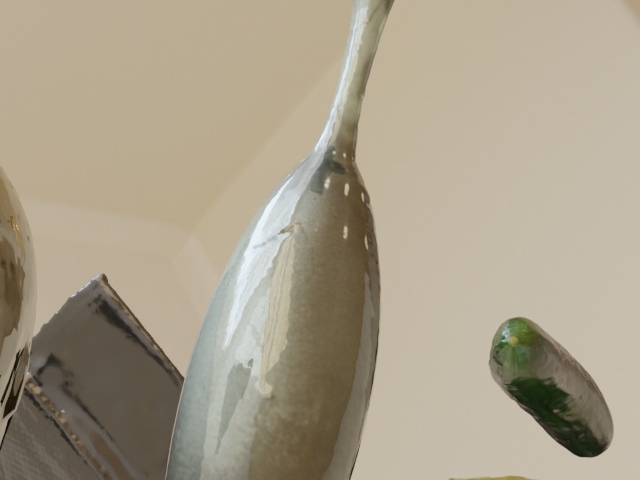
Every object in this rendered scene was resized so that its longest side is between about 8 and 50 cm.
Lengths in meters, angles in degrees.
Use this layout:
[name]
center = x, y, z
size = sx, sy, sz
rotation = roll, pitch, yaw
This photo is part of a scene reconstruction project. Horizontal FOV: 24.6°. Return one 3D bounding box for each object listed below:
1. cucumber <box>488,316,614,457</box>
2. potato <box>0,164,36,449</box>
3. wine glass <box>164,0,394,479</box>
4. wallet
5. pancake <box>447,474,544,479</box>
[cucumber]
center = 0.103, 0.065, 0.644
size = 0.184, 0.033, 0.036
rotation = 41, -131, -60
[potato]
center = -0.228, 0.046, 0.532
size = 0.219, 0.270, 0.359
rotation = 17, -177, -3
[wine glass]
center = 0.000, 0.000, 0.452
size = 0.066, 0.066, 0.198
rotation = 21, -103, -35
[wallet]
center = -0.285, 0.230, 1.690
size = 0.247, 0.323, 0.041
rotation = 50, -164, 8
[pancake]
center = 0.178, 0.321, 0.963
size = 0.067, 0.304, 0.427
rotation = 62, -173, -53
